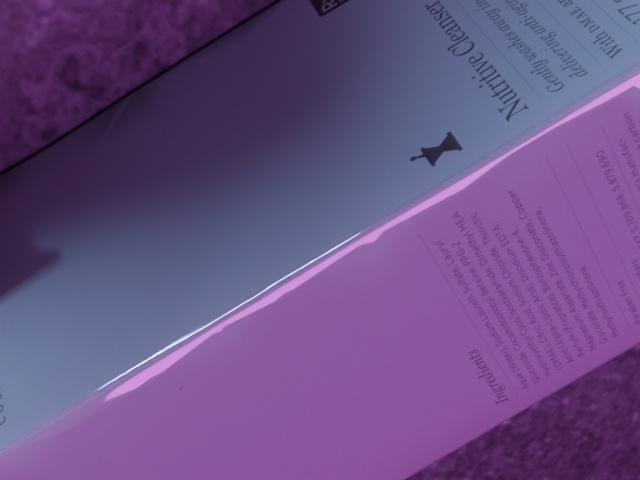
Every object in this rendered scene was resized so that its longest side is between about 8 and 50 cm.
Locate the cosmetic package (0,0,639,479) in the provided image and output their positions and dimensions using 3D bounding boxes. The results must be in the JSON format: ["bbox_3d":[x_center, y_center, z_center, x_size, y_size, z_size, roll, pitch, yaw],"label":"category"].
[{"bbox_3d":[0.000,0.000,0.636,0.385,0.217,0.156,-31,128,2],"label":"cosmetic package"}]
